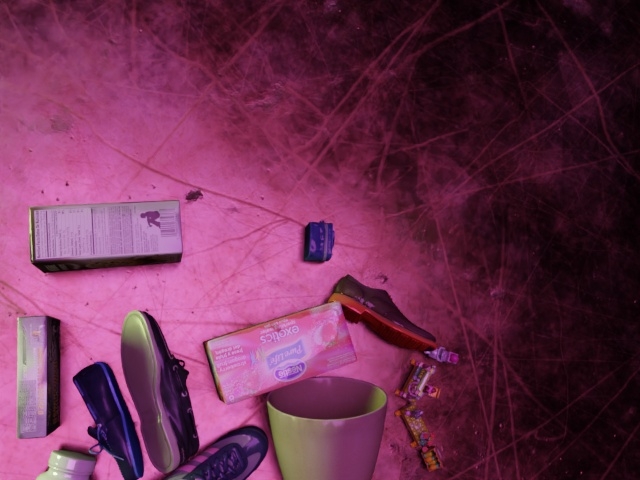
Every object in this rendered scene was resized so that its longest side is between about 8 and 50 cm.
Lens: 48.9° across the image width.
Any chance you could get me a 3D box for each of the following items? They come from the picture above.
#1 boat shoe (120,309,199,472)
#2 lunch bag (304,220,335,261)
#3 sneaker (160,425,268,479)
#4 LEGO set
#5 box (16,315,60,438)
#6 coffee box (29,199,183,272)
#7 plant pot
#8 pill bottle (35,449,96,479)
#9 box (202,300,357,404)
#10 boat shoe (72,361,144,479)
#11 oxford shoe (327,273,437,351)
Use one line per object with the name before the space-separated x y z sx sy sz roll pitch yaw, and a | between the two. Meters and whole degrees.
boat shoe | -0.329 0.309 1.499 0.113 0.127 0.340 -9 77 -50
lunch bag | 0.000 0.000 1.642 0.065 0.067 0.098 5 79 -13
sneaker | -0.240 0.505 1.474 0.319 0.131 0.112 -32 90 -16
LEGO set | 0.246 0.385 1.618 0.132 0.107 0.287 10 79 -11
box | -0.562 0.269 1.410 0.056 0.183 0.231 -1 81 -13
coffee box | -0.446 -0.007 1.488 0.297 0.168 0.119 -4 82 -13
plant pot | 0.015 0.462 1.504 0.256 0.256 0.274 -3 99 -13
pill bottle | -0.524 0.539 1.408 0.121 0.121 0.216 16 78 -10
box | -0.091 0.242 1.539 0.300 0.154 0.142 -16 85 -16
boat shoe | -0.444 0.386 1.475 0.089 0.109 0.258 -22 71 -8
oxford shoe | 0.157 0.167 1.631 0.271 0.097 0.098 29 64 -1
